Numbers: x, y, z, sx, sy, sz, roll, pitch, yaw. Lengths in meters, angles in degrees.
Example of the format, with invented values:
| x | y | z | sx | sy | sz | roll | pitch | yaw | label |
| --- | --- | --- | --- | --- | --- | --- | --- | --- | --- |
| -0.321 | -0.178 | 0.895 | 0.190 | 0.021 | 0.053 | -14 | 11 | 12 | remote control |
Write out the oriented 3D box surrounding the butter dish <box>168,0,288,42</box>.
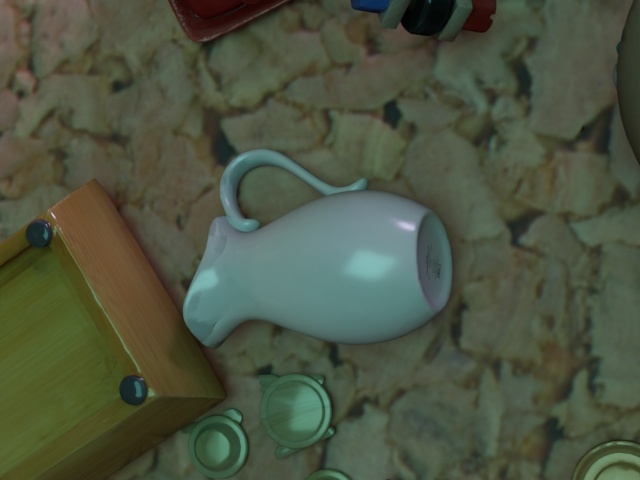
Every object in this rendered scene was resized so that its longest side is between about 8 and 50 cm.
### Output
| x | y | z | sx | sy | sz | roll | pitch | yaw | label |
| --- | --- | --- | --- | --- | --- | --- | --- | --- | --- |
| -0.087 | -0.272 | 1.244 | 0.160 | 0.118 | 0.160 | -26 | 82 | 13 | butter dish |

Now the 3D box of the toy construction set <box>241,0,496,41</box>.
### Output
| x | y | z | sx | sy | sz | roll | pitch | yaw | label |
| --- | --- | --- | --- | --- | --- | --- | --- | --- | --- |
| 0.045 | -0.303 | 1.172 | 0.309 | 0.237 | 0.257 | -20 | 127 | -8 | toy construction set |

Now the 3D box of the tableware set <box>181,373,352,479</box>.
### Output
| x | y | z | sx | sy | sz | roll | pitch | yaw | label |
| --- | --- | --- | --- | --- | --- | --- | --- | --- | --- |
| -0.040 | 0.201 | 1.263 | 0.141 | 0.020 | 0.169 | -21 | 83 | 12 | tableware set |

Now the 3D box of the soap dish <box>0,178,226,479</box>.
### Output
| x | y | z | sx | sy | sz | roll | pitch | yaw | label |
| --- | --- | --- | --- | --- | --- | --- | --- | --- | --- |
| -0.261 | 0.116 | 1.275 | 0.291 | 0.118 | 0.229 | -34 | 80 | 12 | soap dish |

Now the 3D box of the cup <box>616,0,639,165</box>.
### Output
| x | y | z | sx | sy | sz | roll | pitch | yaw | label |
| --- | --- | --- | --- | --- | --- | --- | --- | --- | --- |
| 0.375 | -0.068 | 0.975 | 0.331 | 0.237 | 0.331 | 2 | 122 | 4 | cup |

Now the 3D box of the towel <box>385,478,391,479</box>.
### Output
| x | y | z | sx | sy | sz | roll | pitch | yaw | label |
| --- | --- | --- | --- | --- | --- | --- | --- | --- | --- |
| 0.140 | 0.356 | 1.179 | 0.308 | 0.076 | 0.228 | 22 | 94 | 15 | towel |

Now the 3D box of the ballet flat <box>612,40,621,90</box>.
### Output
| x | y | z | sx | sy | sz | roll | pitch | yaw | label |
| --- | --- | --- | --- | --- | --- | --- | --- | --- | --- |
| 0.424 | -0.168 | 1.112 | 0.400 | 0.139 | 0.139 | -23 | 82 | 17 | ballet flat |

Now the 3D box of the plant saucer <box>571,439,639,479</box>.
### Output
| x | y | z | sx | sy | sz | roll | pitch | yaw | label |
| --- | --- | --- | --- | --- | --- | --- | --- | --- | --- |
| 0.245 | 0.204 | 1.189 | 0.083 | 0.013 | 0.083 | 0 | 88 | 14 | plant saucer |

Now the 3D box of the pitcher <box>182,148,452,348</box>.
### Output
| x | y | z | sx | sy | sz | roll | pitch | yaw | label |
| --- | --- | --- | --- | --- | --- | --- | --- | --- | --- |
| 0.000 | 0.000 | 1.218 | 0.207 | 0.125 | 0.178 | -5 | 71 | 26 | pitcher |
